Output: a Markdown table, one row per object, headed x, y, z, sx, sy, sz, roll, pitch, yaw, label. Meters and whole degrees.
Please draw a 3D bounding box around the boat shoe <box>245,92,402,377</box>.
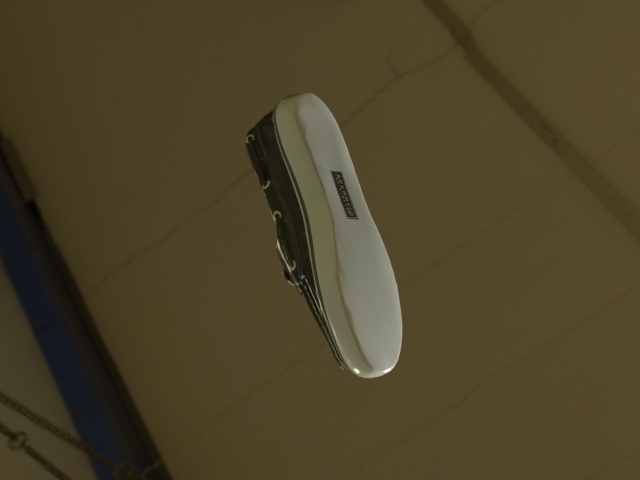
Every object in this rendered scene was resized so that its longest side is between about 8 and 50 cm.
| x | y | z | sx | sy | sz | roll | pitch | yaw | label |
| --- | --- | --- | --- | --- | --- | --- | --- | --- | --- |
| 0.000 | 0.000 | 0.564 | 0.040 | 0.049 | 0.142 | -28 | -113 | 32 | boat shoe |
